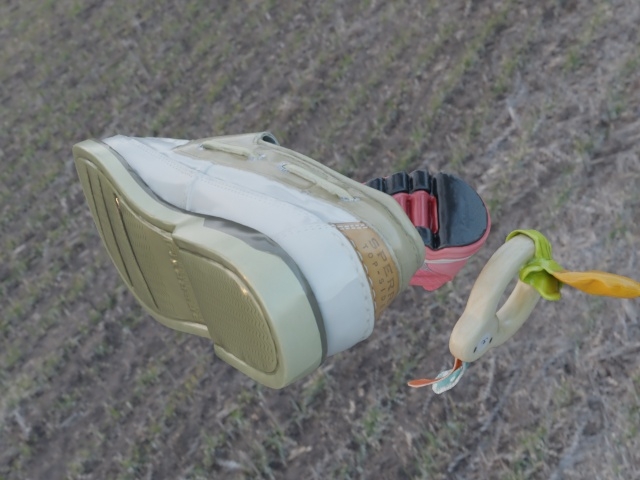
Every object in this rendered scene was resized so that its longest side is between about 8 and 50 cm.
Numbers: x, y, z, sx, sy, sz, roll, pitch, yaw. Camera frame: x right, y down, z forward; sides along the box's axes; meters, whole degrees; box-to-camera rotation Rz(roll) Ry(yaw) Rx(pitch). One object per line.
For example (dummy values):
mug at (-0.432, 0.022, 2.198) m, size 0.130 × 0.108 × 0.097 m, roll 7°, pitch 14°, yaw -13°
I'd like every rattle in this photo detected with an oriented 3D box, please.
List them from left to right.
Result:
rattle at (0.201, 0.099, 0.961) m, size 0.143 × 0.130 × 0.199 m, roll 33°, pitch 77°, yaw 16°

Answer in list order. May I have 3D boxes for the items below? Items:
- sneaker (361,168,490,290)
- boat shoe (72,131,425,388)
sneaker at (0.000, 0.001, 0.951) m, size 0.314 × 0.136 × 0.116 m, roll 8°, pitch 54°, yaw -3°
boat shoe at (-0.057, -0.007, 0.584) m, size 0.103 × 0.113 × 0.302 m, roll -27°, pitch 32°, yaw -24°
